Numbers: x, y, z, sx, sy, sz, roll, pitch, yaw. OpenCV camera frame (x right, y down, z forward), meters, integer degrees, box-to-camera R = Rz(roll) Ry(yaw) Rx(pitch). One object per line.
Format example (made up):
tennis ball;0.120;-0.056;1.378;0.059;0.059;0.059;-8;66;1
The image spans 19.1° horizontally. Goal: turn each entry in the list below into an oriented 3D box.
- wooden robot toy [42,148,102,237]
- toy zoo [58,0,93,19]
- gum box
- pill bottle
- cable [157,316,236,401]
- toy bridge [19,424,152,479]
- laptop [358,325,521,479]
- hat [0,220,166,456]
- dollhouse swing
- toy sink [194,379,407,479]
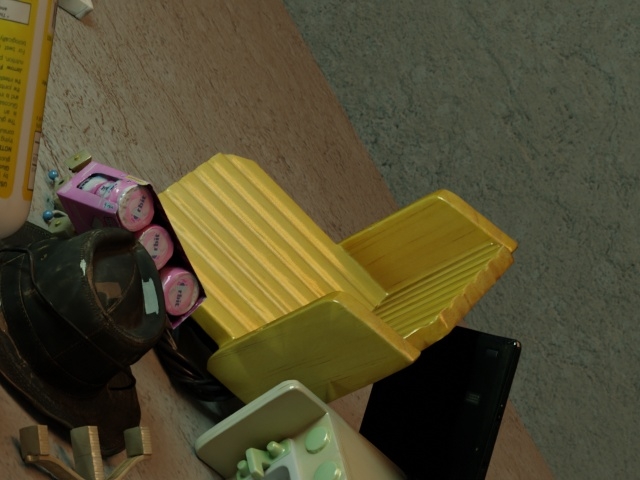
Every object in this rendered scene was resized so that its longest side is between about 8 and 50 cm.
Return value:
wooden robot toy;-0.275;-0.035;2.243;0.173;0.076;0.079;-95;161;-57
toy zoo;-0.421;-0.429;2.717;0.293;0.030;0.192;31;28;-58
gum box;-0.215;0.002;2.153;0.107;0.062;0.188;19;-37;43
pill bottle;-0.341;-0.110;1.685;0.188;0.188;0.334;10;87;-70
cable;-0.151;0.127;2.311;0.150;0.047;0.184;52;15;-11
toy bridge;-0.229;0.215;1.873;0.188;0.026;0.063;9;69;-59
laptop;0.202;0.327;2.349;0.236;0.408;0.382;17;-3;-20
hat;-0.245;0.057;2.000;0.331;0.134;0.331;49;16;-19
dollhouse swing;0.000;0.000;2.317;0.305;0.315;0.347;58;35;-5
toy sink;-0.012;0.295;2.176;0.234;0.153;0.131;45;18;-38
